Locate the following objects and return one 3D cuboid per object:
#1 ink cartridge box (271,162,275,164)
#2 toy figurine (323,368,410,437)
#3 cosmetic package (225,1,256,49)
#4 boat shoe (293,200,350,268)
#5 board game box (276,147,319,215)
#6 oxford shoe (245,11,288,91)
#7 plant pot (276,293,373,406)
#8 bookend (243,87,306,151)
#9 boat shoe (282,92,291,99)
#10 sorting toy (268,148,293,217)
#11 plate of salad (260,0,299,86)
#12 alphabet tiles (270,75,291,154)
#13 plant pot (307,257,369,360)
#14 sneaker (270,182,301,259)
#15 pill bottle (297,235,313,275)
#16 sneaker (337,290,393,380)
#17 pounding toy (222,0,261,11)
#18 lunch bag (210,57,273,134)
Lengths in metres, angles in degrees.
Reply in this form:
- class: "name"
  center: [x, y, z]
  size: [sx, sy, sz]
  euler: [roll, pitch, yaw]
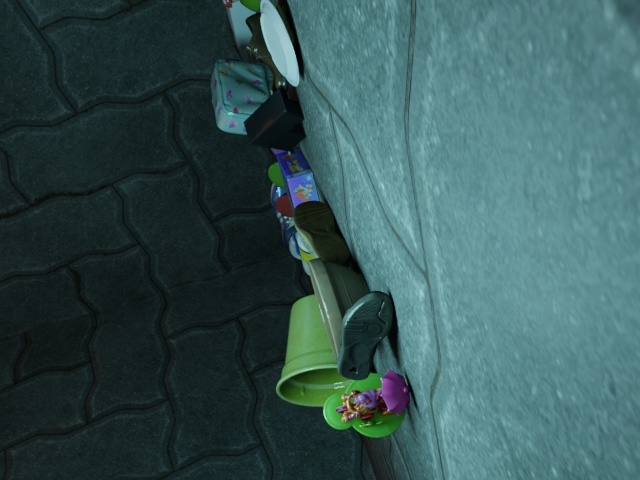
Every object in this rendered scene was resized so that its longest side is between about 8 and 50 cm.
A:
- class: "ink cartridge box"
  center: [-0.136, -0.224, 2.646]
  size: [0.139, 0.082, 0.190]
  euler: [-114, 10, -60]
- class: "toy figurine"
  center: [0.102, 0.303, 1.210]
  size: [0.159, 0.173, 0.130]
  euler: [110, 151, -62]
- class: "cosmetic package"
  center: [-0.311, -0.915, 2.215]
  size: [0.284, 0.097, 0.377]
  euler: [93, 161, -69]
- class: "boat shoe"
  center: [0.000, 0.000, 1.593]
  size: [0.285, 0.105, 0.089]
  euler: [-113, 10, -50]
- class: "board game box"
  center: [-0.047, -0.091, 2.011]
  size: [0.233, 0.078, 0.347]
  euler: [-114, 9, -61]
- class: "oxford shoe"
  center: [-0.141, -0.485, 1.643]
  size: [0.083, 0.096, 0.227]
  euler: [103, 149, -77]
- class: "plant pot"
  center: [0.009, 0.301, 1.785]
  size: [0.276, 0.276, 0.254]
  euler: [80, -176, -54]
- class: "bookend"
  center: [-0.093, -0.316, 1.682]
  size: [0.157, 0.156, 0.072]
  euler: [-35, 64, 38]
- class: "boat shoe"
  center: [-0.101, -0.381, 1.882]
  size: [0.133, 0.042, 0.049]
  euler: [77, 172, -50]
- class: "sorting toy"
  center: [-0.106, -0.248, 2.261]
  size: [0.365, 0.127, 0.126]
  euler: [82, -160, -46]
- class: "plate of salad"
  center: [-0.082, -0.439, 1.389]
  size: [0.200, 0.048, 0.200]
  euler: [61, 169, 20]
- class: "alphabet tiles"
  center: [-0.119, -0.396, 1.960]
  size: [0.198, 0.009, 0.237]
  euler: [-90, -11, -55]
- class: "plant pot"
  center: [0.054, 0.142, 1.404]
  size: [0.237, 0.110, 0.237]
  euler: [163, 90, -85]
- class: "sneaker"
  center: [-0.095, -0.078, 2.498]
  size: [0.236, 0.130, 0.322]
  euler: [-136, 33, -62]
- class: "pill bottle"
  center: [-0.005, 0.044, 1.830]
  size: [0.184, 0.103, 0.103]
  euler: [78, 174, -50]
- class: "sneaker"
  center: [0.083, 0.150, 1.186]
  size: [0.130, 0.087, 0.227]
  euler: [-80, -1, -46]
- class: "pounding toy"
  center: [-0.259, -0.792, 1.888]
  size: [0.237, 0.110, 0.183]
  euler: [80, 172, -56]
- class: "lunch bag"
  center: [-0.239, -0.476, 2.066]
  size: [0.108, 0.224, 0.279]
  euler: [121, 144, -50]
